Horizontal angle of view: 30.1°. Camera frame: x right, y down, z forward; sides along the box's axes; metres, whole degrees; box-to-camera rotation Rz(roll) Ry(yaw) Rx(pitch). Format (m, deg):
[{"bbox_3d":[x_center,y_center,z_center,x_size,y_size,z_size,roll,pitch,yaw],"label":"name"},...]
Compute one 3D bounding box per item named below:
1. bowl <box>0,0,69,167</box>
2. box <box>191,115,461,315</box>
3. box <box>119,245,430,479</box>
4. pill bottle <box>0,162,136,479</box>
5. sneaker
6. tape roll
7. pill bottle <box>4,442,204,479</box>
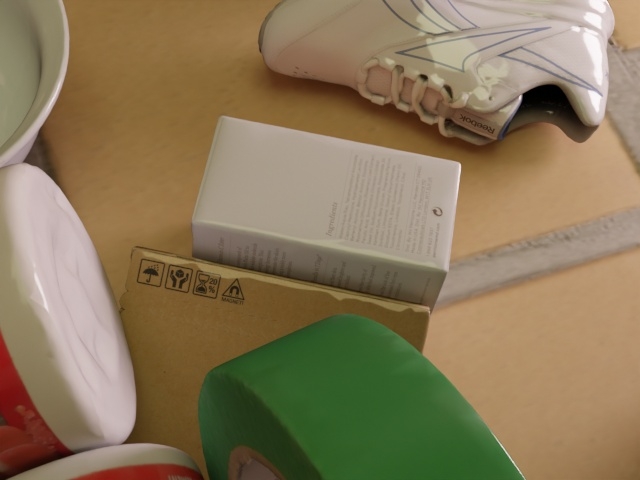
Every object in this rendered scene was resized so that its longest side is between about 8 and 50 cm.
[{"bbox_3d":[-0.326,-0.102,0.855,0.297,0.134,0.298,3,59,-5],"label":"bowl"},{"bbox_3d":[0.000,0.000,0.834,0.170,0.130,0.091,12,58,0],"label":"box"},{"bbox_3d":[-0.041,0.104,0.783,0.201,0.021,0.165,12,91,-1],"label":"box"},{"bbox_3d":[-0.284,0.087,0.693,0.318,0.176,0.176,-20,61,2],"label":"pill bottle"},{"bbox_3d":[0.099,-0.145,0.954,0.297,0.111,0.129,1,64,-5],"label":"sneaker"},{"bbox_3d":[0.039,0.198,0.604,0.077,0.321,0.321,-23,64,-19],"label":"tape roll"},{"bbox_3d":[-0.098,0.269,0.638,0.161,0.161,0.283,-16,62,-16],"label":"pill bottle"}]
